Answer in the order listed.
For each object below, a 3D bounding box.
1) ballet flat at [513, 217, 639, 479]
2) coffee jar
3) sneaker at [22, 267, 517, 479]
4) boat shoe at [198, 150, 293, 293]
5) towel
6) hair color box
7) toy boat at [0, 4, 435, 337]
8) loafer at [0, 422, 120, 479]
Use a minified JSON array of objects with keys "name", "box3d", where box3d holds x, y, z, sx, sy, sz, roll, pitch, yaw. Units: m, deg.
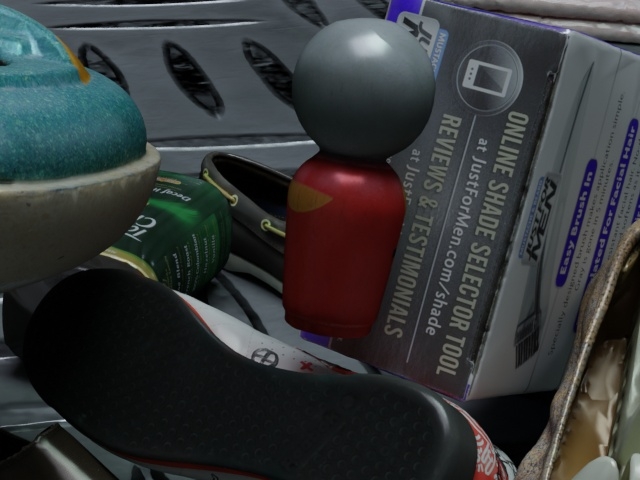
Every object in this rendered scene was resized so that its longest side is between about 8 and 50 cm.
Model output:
[{"name":"ballet flat","box3d":[0.140,0.104,0.770,0.108,0.106,0.316,16,50,0]},{"name":"coffee jar","box3d":[-0.128,0.020,1.092,0.096,0.079,0.184,10,25,13]},{"name":"sneaker","box3d":[-0.022,0.100,0.875,0.270,0.090,0.145,15,-16,33]},{"name":"boat shoe","box3d":[0.000,0.000,1.166,0.228,0.068,0.081,21,29,34]},{"name":"towel","box3d":[0.294,-0.291,1.884,0.317,0.053,0.332,6,23,5]},{"name":"hair color box","box3d":[0.135,-0.018,0.961,0.110,0.185,0.339,18,7,28]},{"name":"toy boat","box3d":[-0.110,-0.051,0.810,0.318,0.148,0.267,9,11,4]},{"name":"loafer","box3d":[-0.135,0.134,0.834,0.220,0.078,0.080,15,26,24]}]
